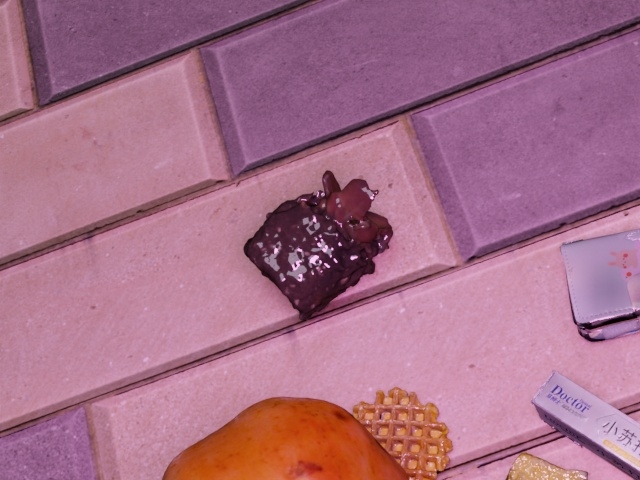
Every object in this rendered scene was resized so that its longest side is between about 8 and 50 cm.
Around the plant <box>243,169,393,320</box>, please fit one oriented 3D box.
[{"bbox_3d":[0.000,0.000,2.185,0.178,0.204,0.234,42,89,23],"label":"plant"}]

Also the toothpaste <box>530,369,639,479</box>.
[{"bbox_3d":[0.448,0.298,1.919,0.313,0.089,0.071,33,79,31],"label":"toothpaste"}]

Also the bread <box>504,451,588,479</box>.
[{"bbox_3d":[0.315,0.372,1.903,0.114,0.111,0.129,8,60,17],"label":"bread"}]

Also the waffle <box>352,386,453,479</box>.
[{"bbox_3d":[0.108,0.310,2.050,0.191,0.038,0.191,-9,57,14],"label":"waffle"}]

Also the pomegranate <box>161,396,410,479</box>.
[{"bbox_3d":[-0.051,0.403,1.876,0.410,0.410,0.410,-8,58,13],"label":"pomegranate"}]

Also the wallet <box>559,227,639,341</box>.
[{"bbox_3d":[0.502,0.053,2.058,0.250,0.075,0.176,-12,53,12],"label":"wallet"}]
